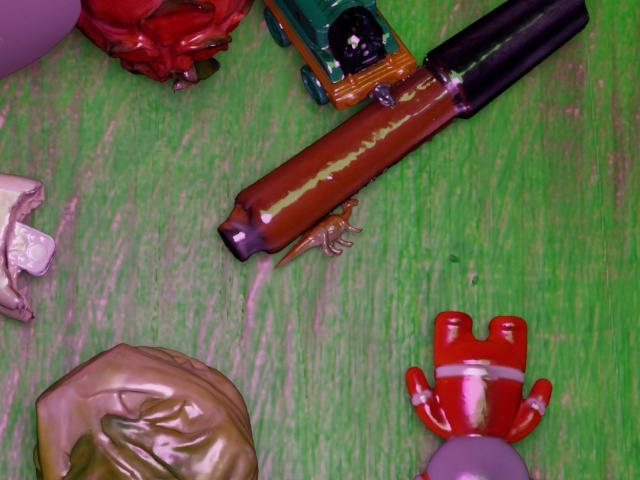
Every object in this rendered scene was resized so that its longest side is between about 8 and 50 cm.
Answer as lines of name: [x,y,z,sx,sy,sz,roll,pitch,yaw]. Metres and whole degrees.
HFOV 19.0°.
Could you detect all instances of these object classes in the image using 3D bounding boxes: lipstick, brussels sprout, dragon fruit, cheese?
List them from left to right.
cheese: [-0.351,-0.025,1.778,0.235,0.050,0.127,23,86,6]
brussels sprout: [-0.156,0.200,1.714,0.223,0.161,0.223,1,92,13]
dragon fruit: [-0.147,-0.274,1.771,0.193,0.192,0.274,-1,93,-1]
lipstick: [0.079,-0.118,1.834,0.418,0.077,0.077,-36,86,-10]

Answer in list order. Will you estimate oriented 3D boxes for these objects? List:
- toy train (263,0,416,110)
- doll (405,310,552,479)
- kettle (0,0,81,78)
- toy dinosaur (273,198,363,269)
toy train: [0.005,-0.219,1.800,0.091,0.136,0.227,-27,60,-10]
doll: [0.149,0.188,1.792,0.142,0.076,0.245,3,76,-6]
kettle: [-0.355,-0.321,1.698,0.205,0.265,0.318,-15,74,-25]
toy dinosaur: [0.003,0.002,1.827,0.041,0.026,0.113,42,69,8]
